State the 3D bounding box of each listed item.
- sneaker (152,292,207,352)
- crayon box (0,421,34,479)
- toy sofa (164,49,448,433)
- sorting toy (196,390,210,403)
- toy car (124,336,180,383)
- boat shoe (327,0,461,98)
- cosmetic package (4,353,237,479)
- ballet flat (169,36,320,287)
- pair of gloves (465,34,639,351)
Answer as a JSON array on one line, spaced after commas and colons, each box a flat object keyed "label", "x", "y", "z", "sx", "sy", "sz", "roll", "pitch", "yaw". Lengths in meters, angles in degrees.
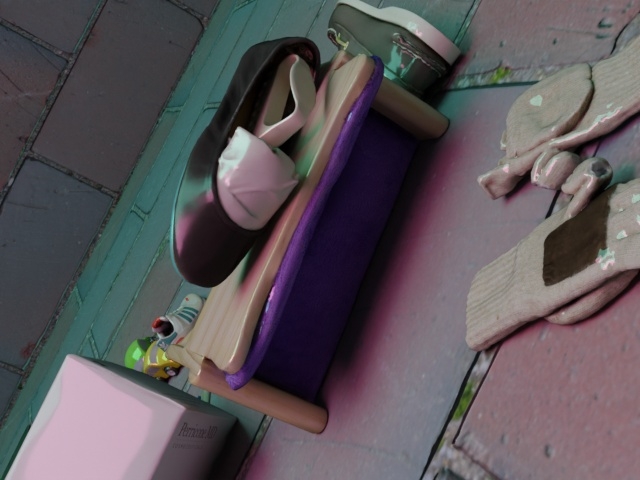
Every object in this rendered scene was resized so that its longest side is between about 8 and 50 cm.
[{"label": "sneaker", "x": -0.225, "y": 0.127, "z": 1.331, "sx": 0.057, "sy": 0.075, "sz": 0.161, "roll": -53, "pitch": 23, "yaw": 25}, {"label": "crayon box", "x": -0.356, "y": 0.427, "z": 1.095, "sx": 0.322, "sy": 0.203, "sz": 0.083, "roll": -63, "pitch": 21, "yaw": 1}, {"label": "toy sofa", "x": 0.000, "y": 0.000, "z": 0.854, "sx": 0.177, "sy": 0.150, "sz": 0.362, "roll": 2, "pitch": 66, "yaw": 62}, {"label": "sorting toy", "x": -0.173, "y": 0.249, "z": 1.150, "sx": 0.062, "sy": 0.012, "sz": 0.083, "roll": -51, "pitch": 23, "yaw": 27}, {"label": "toy car", "x": -0.308, "y": 0.228, "z": 1.435, "sx": 0.239, "sy": 0.053, "sz": 0.225, "roll": -58, "pitch": 21, "yaw": 11}, {"label": "boat shoe", "x": 0.065, "y": -0.235, "z": 1.044, "sx": 0.091, "sy": 0.109, "sz": 0.305, "roll": -56, "pitch": 25, "yaw": 5}, {"label": "cosmetic package", "x": -0.260, "y": 0.334, "z": 0.929, "sx": 0.384, "sy": 0.156, "sz": 0.217, "roll": -64, "pitch": -15, "yaw": -7}, {"label": "ballet flat", "x": -0.062, "y": -0.089, "z": 0.783, "sx": 0.096, "sy": 0.095, "sz": 0.280, "roll": -15, "pitch": 50, "yaw": 42}, {"label": "pair of gloves", "x": 0.183, "y": -0.048, "z": 0.633, "sx": 0.204, "sy": 0.042, "sz": 0.240, "roll": -32, "pitch": 35, "yaw": 54}]
